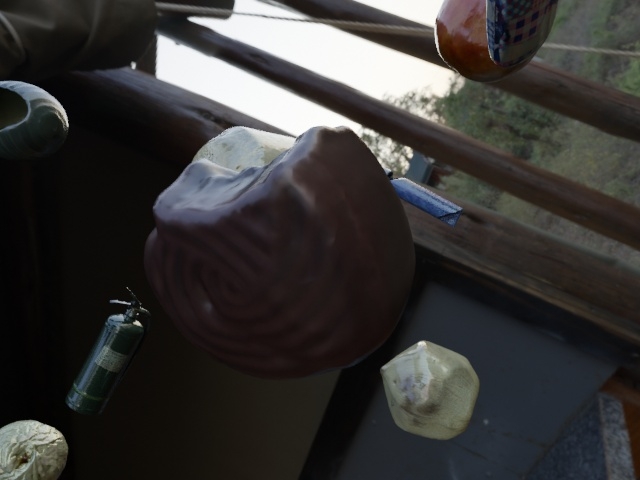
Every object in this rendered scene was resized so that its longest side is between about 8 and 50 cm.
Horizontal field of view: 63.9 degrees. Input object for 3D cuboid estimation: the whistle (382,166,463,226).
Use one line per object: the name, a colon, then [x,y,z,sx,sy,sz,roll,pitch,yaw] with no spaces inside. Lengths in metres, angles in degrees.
whistle: [0.258,-0.135,1.454,0.062,0.304,0.062,-44,-27,-29]

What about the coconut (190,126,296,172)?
coconut: [-0.100,-0.079,0.943,0.266,0.237,0.237,1,-64,-44]

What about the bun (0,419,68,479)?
bun: [-0.430,0.313,0.745,0.069,0.115,0.115,-55,0,41]

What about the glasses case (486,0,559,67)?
glasses case: [0.334,-0.426,0.840,0.125,0.076,0.327,-37,-34,-5]

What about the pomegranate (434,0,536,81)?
pomegranate: [0.409,-0.511,1.201,0.229,0.252,0.270,-2,-33,-37]

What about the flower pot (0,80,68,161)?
flower pot: [-0.727,-0.285,1.240,0.157,0.243,0.189,33,-107,-69]

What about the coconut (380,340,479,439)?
coconut: [0.241,0.338,1.171,0.224,0.224,0.224,24,-90,-81]

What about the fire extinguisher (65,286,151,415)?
fire extinguisher: [-0.472,0.248,1.175,0.093,0.118,0.294,31,94,56]

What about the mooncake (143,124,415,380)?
mooncake: [-0.052,0.017,0.617,0.174,0.326,0.333,-49,-24,-50]
